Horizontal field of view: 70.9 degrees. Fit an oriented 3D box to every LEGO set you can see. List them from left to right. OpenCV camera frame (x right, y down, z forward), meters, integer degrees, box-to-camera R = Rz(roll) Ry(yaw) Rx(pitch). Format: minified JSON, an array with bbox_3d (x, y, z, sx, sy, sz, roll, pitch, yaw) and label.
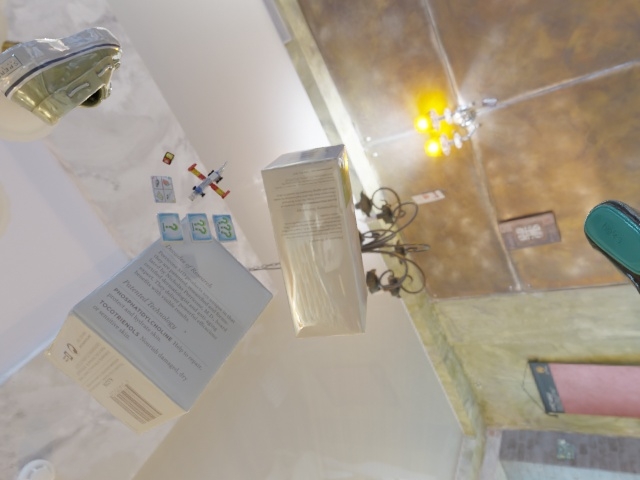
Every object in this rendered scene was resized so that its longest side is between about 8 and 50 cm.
[{"bbox_3d":[-0.298,-0.110,1.064,0.183,0.060,0.244,-1,-118,-35],"label":"LEGO set"}]

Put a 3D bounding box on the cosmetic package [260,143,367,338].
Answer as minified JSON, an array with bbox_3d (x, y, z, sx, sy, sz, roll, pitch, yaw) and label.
[{"bbox_3d":[0.000,0.000,0.951,0.197,0.155,0.365,-71,-28,-68],"label":"cosmetic package"}]

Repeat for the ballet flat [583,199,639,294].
[{"bbox_3d":[0.337,0.035,0.426,0.068,0.072,0.213,15,-144,-20],"label":"ballet flat"}]

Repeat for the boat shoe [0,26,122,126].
[{"bbox_3d":[-0.362,-0.239,0.661,0.094,0.109,0.302,56,-164,-25],"label":"boat shoe"}]

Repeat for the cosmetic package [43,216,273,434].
[{"bbox_3d":[-0.405,0.216,1.165,0.327,0.329,0.393,45,-138,-8],"label":"cosmetic package"}]
